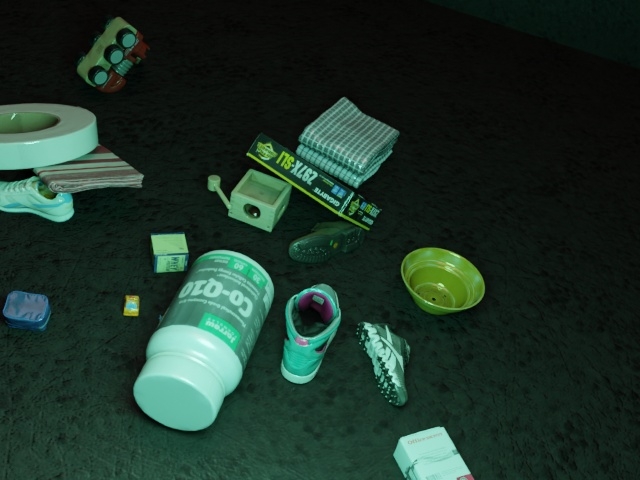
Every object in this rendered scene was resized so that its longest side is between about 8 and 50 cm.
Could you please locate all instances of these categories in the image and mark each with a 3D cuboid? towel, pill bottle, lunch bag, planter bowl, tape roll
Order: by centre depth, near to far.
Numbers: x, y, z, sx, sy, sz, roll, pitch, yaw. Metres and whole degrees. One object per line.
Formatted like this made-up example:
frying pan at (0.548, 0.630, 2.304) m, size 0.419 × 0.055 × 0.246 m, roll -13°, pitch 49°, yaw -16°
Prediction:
pill bottle at (-0.240, 0.205, 1.594) m, size 0.204 × 0.204 × 0.361 m, roll 17°, pitch 41°, yaw 3°
lunch bag at (-0.638, 0.156, 1.640) m, size 0.099 × 0.065 × 0.067 m, roll 11°, pitch 57°, yaw -6°
planter bowl at (0.299, 0.124, 1.923) m, size 0.217 × 0.090 × 0.217 m, roll 8°, pitch 41°, yaw -7°
towel at (-0.629, -0.192, 1.954) m, size 0.237 × 0.037 × 0.329 m, roll -7°, pitch 25°, yaw -35°
tape roll at (-0.783, -0.279, 1.982) m, size 0.393 × 0.071 × 0.392 m, roll 1°, pitch 24°, yaw -1°
towel at (0.090, -0.306, 2.315) m, size 0.235 × 0.121 × 0.283 m, roll 28°, pitch 43°, yaw 13°

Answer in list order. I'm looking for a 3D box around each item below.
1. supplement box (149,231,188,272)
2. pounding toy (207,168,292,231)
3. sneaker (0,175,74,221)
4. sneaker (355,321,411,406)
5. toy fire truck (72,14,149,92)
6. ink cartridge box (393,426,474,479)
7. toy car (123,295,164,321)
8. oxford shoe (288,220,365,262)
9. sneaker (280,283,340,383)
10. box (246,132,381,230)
supplement box at (-0.372, 0.029, 1.860) m, size 0.083 × 0.056 × 0.083 m, roll -3°, pitch 44°, yaw -19°
pounding toy at (-0.208, -0.104, 2.025) m, size 0.206 × 0.094 × 0.181 m, roll 21°, pitch 41°, yaw 8°
sneaker at (-0.732, -0.120, 1.895) m, size 0.229 × 0.092 × 0.087 m, roll 10°, pitch 43°, yaw -3°
sneaker at (0.168, 0.272, 1.732) m, size 0.106 × 0.078 × 0.234 m, roll -6°, pitch 43°, yaw -19°
toy fire truck at (-0.627, -0.565, 2.378) m, size 0.158 × 0.217 × 0.246 m, roll 41°, pitch 6°, yaw 27°
ink cartridge box at (0.233, 0.468, 1.544) m, size 0.109 × 0.063 × 0.150 m, roll -8°, pitch 46°, yaw -24°
toy car at (-0.395, 0.152, 1.730) m, size 0.122 × 0.040 × 0.060 m, roll 15°, pitch 41°, yaw 1°
oxford shoe at (0.000, 0.000, 1.994) m, size 0.227 × 0.082 × 0.096 m, roll -14°, pitch 37°, yaw -36°
sneaker at (-0.013, 0.161, 1.725) m, size 0.124 × 0.178 × 0.295 m, roll 16°, pitch 41°, yaw 2°
box at (-0.012, -0.156, 2.049) m, size 0.322 × 0.079 × 0.257 m, roll 35°, pitch 3°, yaw 21°
